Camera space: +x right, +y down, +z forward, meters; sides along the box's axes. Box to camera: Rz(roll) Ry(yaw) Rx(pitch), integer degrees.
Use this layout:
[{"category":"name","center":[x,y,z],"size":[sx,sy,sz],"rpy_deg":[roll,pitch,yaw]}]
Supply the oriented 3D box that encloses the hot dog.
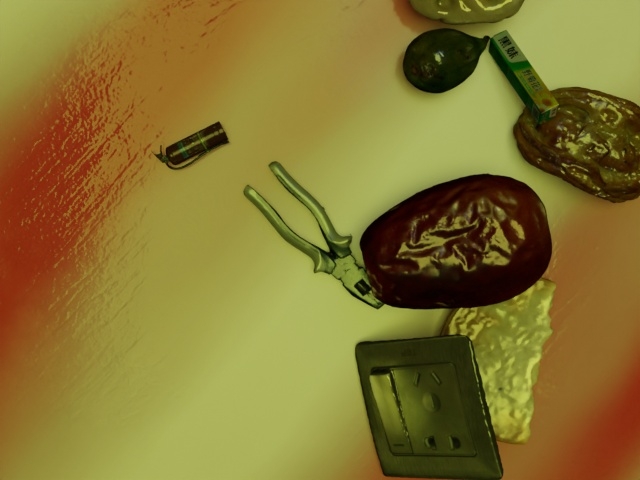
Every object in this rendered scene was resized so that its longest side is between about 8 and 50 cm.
[{"category":"hot dog","center":[0.474,-0.172,1.452],"size":[0.259,0.114,0.175],"rpy_deg":[20,92,-4]}]

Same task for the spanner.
[{"category":"spanner","center":[0.000,0.000,1.481],"size":[0.095,0.040,0.325],"rpy_deg":[-43,93,1]}]

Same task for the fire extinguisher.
[{"category":"fire extinguisher","center":[-0.229,-0.165,1.463],"size":[0.132,0.039,0.056],"rpy_deg":[-27,85,0]}]

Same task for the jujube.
[{"category":"jujube","center":[0.231,0.011,1.411],"size":[0.318,0.223,0.223],"rpy_deg":[-14,94,3]}]

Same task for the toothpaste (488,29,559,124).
[{"category":"toothpaste","center":[0.352,-0.285,1.437],"size":[0.037,0.043,0.178],"rpy_deg":[-27,67,1]}]

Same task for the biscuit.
[{"category":"biscuit","center":[0.312,0.207,1.505],"size":[0.204,0.040,0.309],"rpy_deg":[9,93,-3]}]

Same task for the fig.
[{"category":"fig","center":[0.234,-0.320,1.442],"size":[0.177,0.117,0.117],"rpy_deg":[-16,94,-23]}]

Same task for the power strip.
[{"category":"power strip","center":[0.194,0.288,1.451],"size":[0.251,0.092,0.257],"rpy_deg":[-11,95,35]}]

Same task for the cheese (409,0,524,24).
[{"category":"cheese","center":[0.257,-0.470,1.408],"size":[0.235,0.117,0.218],"rpy_deg":[-32,109,19]}]
